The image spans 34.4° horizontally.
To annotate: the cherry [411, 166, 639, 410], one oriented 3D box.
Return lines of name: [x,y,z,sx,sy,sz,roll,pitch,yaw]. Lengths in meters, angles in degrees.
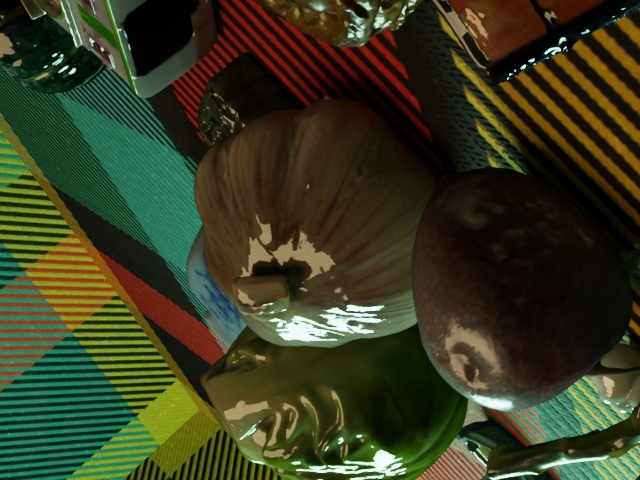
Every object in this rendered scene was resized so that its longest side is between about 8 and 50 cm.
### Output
cherry: [0.185,0.051,0.967,0.183,0.213,0.266,-38,84,39]

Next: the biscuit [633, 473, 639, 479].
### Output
biscuit: [0.470,0.334,1.124,0.344,0.057,0.287,16,144,57]

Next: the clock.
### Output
clock: [-0.292,-0.355,1.276,0.309,0.166,0.235,42,161,22]

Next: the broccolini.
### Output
broccolini: [0.288,0.171,1.018,0.079,0.074,0.392,18,151,-28]

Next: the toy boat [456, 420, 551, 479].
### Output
toy boat: [0.275,0.363,1.549,0.215,0.102,0.088,50,159,-5]

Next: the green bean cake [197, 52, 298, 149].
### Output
green bean cake: [-0.083,-0.136,1.379,0.185,0.094,0.183,51,163,6]

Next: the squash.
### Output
squash: [-0.406,-0.331,1.484,0.252,0.165,0.252,44,-158,-23]

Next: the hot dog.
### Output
hot dog: [-0.029,-0.287,0.901,0.272,0.122,0.196,44,168,8]

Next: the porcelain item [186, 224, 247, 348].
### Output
porcelain item: [-0.090,0.056,1.627,0.242,0.178,0.405,44,158,15]

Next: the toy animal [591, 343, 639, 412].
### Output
toy animal: [0.316,0.142,1.063,0.124,0.071,0.085,37,159,30]

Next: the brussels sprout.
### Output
brussels sprout: [0.021,0.195,1.413,0.289,0.355,0.281,85,168,-50]

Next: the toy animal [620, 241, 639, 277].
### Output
toy animal: [0.313,0.041,0.923,0.075,0.041,0.217,29,158,42]

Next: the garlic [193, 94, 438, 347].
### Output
garlic: [0.006,-0.012,1.189,0.241,0.322,0.322,-98,-12,-47]

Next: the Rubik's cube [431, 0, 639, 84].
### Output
Rubik's cube: [0.141,-0.219,0.570,0.180,0.167,0.183,54,160,-4]
